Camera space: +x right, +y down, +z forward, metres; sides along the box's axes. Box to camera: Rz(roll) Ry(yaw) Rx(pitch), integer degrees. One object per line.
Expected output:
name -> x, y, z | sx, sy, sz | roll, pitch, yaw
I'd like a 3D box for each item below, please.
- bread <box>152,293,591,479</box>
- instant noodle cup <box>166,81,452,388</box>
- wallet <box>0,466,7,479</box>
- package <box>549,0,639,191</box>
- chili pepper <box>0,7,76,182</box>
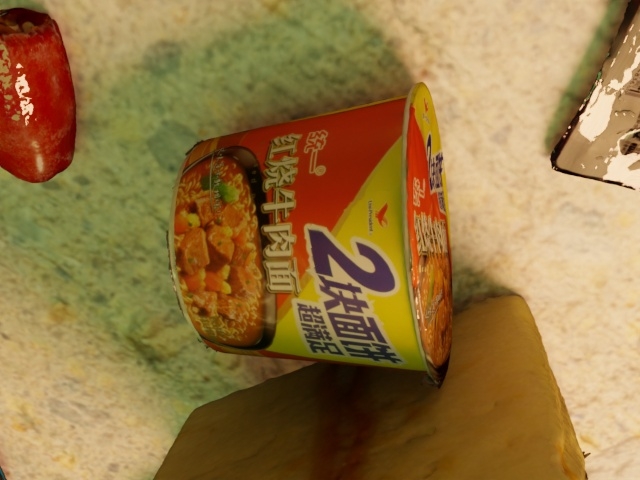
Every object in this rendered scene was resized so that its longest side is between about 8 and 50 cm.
bread -> 0.052, 0.220, 0.546 | 0.346, 0.405, 0.242 | -18, 108, 7
instant noodle cup -> 0.000, 0.000, 0.548 | 0.174, 0.213, 0.213 | -4, 121, 16
wallet -> -0.506, 0.265, 0.833 | 0.317, 0.044, 0.169 | 2, 125, 5
package -> 0.310, -0.086, 0.563 | 0.239, 0.030, 0.154 | 16, 120, -6
chili pepper -> -0.222, -0.107, 0.570 | 0.070, 0.073, 0.123 | -15, 129, -26
